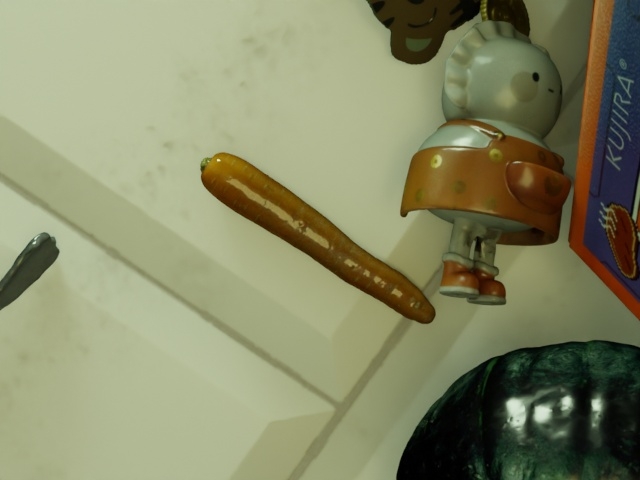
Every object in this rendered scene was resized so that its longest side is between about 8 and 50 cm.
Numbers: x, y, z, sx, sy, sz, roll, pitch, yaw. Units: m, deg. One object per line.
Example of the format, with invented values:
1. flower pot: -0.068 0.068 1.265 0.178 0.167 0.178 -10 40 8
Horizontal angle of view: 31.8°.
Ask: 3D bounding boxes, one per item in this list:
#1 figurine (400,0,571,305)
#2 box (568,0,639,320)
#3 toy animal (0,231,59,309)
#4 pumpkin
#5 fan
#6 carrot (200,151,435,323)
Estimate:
1. figurine: 0.140 -0.082 0.941 0.143 0.143 0.271 -1 69 -2
2. box: 0.378 -0.100 0.777 0.319 0.257 0.348 -21 137 -14
3. toy animal: -0.372 0.146 0.956 0.367 0.081 0.205 -20 86 0
4. pumpkin: 0.212 0.215 0.910 0.315 0.238 0.315 8 126 11
5. fan: 0.081 -0.253 0.906 0.152 0.008 0.226 -38 132 2
6. carrot: 0.000 0.000 0.980 0.248 0.043 0.043 34 94 -8
